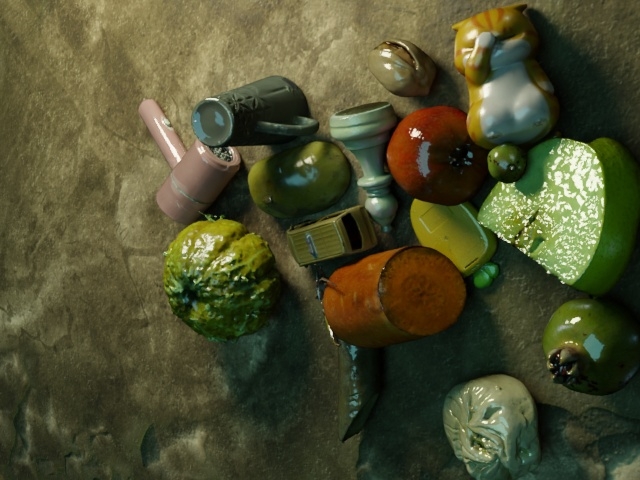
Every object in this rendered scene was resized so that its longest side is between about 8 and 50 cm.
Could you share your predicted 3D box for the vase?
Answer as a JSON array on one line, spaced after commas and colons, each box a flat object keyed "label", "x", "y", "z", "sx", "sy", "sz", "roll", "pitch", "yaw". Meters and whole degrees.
[{"label": "vase", "x": -0.142, "y": -0.264, "z": 1.658, "sx": 0.251, "sy": 0.301, "sz": 0.156, "roll": 19, "pitch": 111, "yaw": 20}]

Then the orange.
[{"label": "orange", "x": -0.247, "y": 0.102, "z": 1.830, "sx": 0.300, "sy": 0.223, "sz": 0.301, "roll": 31, "pitch": 123, "yaw": 13}]

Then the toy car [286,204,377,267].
[{"label": "toy car", "x": 0.000, "y": 0.000, "z": 1.684, "sx": 0.257, "sy": 0.124, "sz": 0.101, "roll": -16, "pitch": 94, "yaw": 49}]

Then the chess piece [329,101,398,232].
[{"label": "chess piece", "x": 0.113, "y": -0.144, "z": 1.616, "sx": 0.139, "sy": 0.139, "sz": 0.271, "roll": -3, "pitch": 110, "yaw": 35}]

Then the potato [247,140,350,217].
[{"label": "potato", "x": -0.067, "y": -0.130, "z": 1.739, "sx": 0.272, "sy": 0.111, "sz": 0.160, "roll": -11, "pitch": 92, "yaw": 35}]

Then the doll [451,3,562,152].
[{"label": "doll", "x": 0.330, "y": -0.290, "z": 1.391, "sx": 0.167, "sy": 0.162, "sz": 0.269, "roll": -12, "pitch": 89, "yaw": 8}]

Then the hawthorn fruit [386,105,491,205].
[{"label": "hawthorn fruit", "x": 0.215, "y": -0.168, "z": 1.513, "sx": 0.225, "sy": 0.197, "sz": 0.196, "roll": -159, "pitch": 65, "yaw": -62}]

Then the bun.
[{"label": "bun", "x": 0.340, "y": 0.383, "z": 1.553, "sx": 0.229, "sy": 0.145, "sz": 0.229, "roll": 10, "pitch": 108, "yaw": 30}]

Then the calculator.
[{"label": "calculator", "x": 0.275, "y": -0.006, "z": 1.576, "sx": 0.146, "sy": 0.032, "sz": 0.235, "roll": -44, "pitch": 77, "yaw": 33}]

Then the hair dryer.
[{"label": "hair dryer", "x": -0.354, "y": -0.238, "z": 1.916, "sx": 0.210, "sy": 0.125, "sz": 0.352, "roll": -47, "pitch": 67, "yaw": 31}]

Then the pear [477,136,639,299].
[{"label": "pear", "x": 0.448, "y": -0.057, "z": 1.362, "sx": 0.292, "sy": 0.159, "sz": 0.292, "roll": -23, "pitch": 61, "yaw": 49}]

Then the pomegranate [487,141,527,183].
[{"label": "pomegranate", "x": 0.331, "y": -0.135, "z": 1.369, "sx": 0.073, "sy": 0.084, "sz": 0.073, "roll": -2, "pitch": 84, "yaw": 19}]

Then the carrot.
[{"label": "carrot", "x": 0.108, "y": 0.126, "z": 1.610, "sx": 0.331, "sy": 0.214, "sz": 0.193, "roll": -16, "pitch": 77, "yaw": 50}]

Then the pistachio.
[{"label": "pistachio", "x": 0.160, "y": -0.344, "z": 1.544, "sx": 0.149, "sy": 0.113, "sz": 0.113, "roll": 46, "pitch": 123, "yaw": 36}]

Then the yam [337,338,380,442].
[{"label": "yam", "x": 0.085, "y": 0.324, "z": 1.738, "sx": 0.106, "sy": 0.106, "sz": 0.259, "roll": 6, "pitch": 104, "yaw": 33}]

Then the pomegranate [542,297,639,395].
[{"label": "pomegranate", "x": 0.476, "y": 0.183, "z": 1.378, "sx": 0.179, "sy": 0.210, "sz": 0.179, "roll": -13, "pitch": 67, "yaw": 32}]
